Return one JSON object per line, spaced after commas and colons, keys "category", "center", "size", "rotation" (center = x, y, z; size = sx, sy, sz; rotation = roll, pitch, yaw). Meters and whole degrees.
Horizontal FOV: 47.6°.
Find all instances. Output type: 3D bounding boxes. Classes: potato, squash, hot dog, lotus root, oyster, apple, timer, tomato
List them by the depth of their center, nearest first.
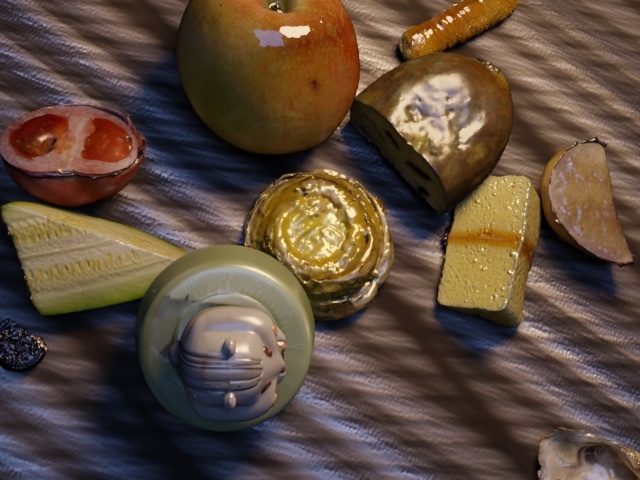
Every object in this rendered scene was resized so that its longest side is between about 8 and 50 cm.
{"category": "timer", "center": [-0.131, 0.158, 1.039], "size": [0.290, 0.315, 0.291], "rotation": [0, 93, -9]}
{"category": "squash", "center": [-0.342, -0.005, 1.188], "size": [0.288, 0.111, 0.203], "rotation": [-15, 109, -10]}
{"category": "tomato", "center": [-0.409, -0.134, 1.216], "size": [0.227, 0.112, 0.199], "rotation": [4, 46, -10]}
{"category": "oyster", "center": [0.485, 0.405, 1.230], "size": [0.232, 0.107, 0.162], "rotation": [4, 84, 10]}
{"category": "apple", "center": [-0.086, -0.315, 1.232], "size": [0.318, 0.277, 0.319], "rotation": [2, 69, -6]}
{"category": "lotus root", "center": [0.233, -0.231, 1.307], "size": [0.260, 0.149, 0.267], "rotation": [-36, 71, -13]}
{"category": "potato", "center": [0.476, -0.056, 1.350], "size": [0.138, 0.098, 0.243], "rotation": [-9, 82, -9]}
{"category": "hot dog", "center": [0.279, -0.437, 1.442], "size": [0.288, 0.068, 0.083], "rotation": [-32, 89, -17]}

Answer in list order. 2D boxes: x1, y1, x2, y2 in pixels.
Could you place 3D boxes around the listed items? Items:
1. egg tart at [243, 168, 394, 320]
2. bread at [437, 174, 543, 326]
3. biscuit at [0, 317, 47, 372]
{"category": "egg tart", "center": [0.000, 0.000, 1.257], "size": [0.278, 0.095, 0.279], "rotation": [2, 76, -9]}
{"category": "bread", "center": [0.321, 0.014, 1.302], "size": [0.178, 0.141, 0.266], "rotation": [20, 72, -20]}
{"category": "biscuit", "center": [-0.485, 0.167, 1.163], "size": [0.087, 0.027, 0.089], "rotation": [-9, 76, -11]}
